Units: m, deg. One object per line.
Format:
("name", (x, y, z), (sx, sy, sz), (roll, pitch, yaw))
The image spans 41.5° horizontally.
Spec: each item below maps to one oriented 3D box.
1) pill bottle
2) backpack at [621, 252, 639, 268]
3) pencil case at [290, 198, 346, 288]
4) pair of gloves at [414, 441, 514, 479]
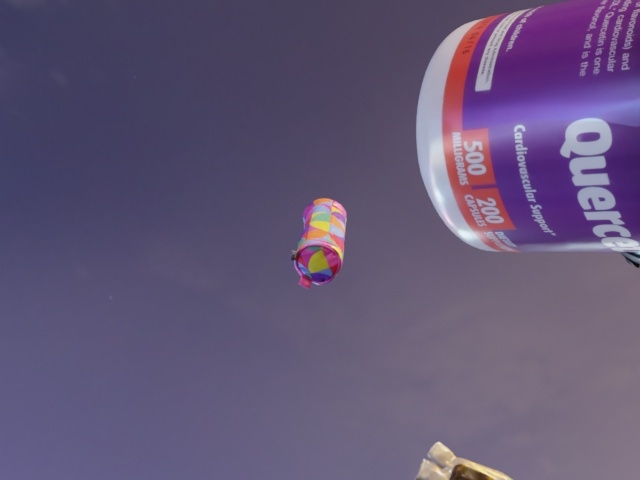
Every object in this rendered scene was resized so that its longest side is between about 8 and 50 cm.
("pill bottle", (0.237, -0.082, 0.567), (0.323, 0.181, 0.181), (-1, -20, 42))
("backpack", (0.675, -0.012, 1.562), (0.225, 0.253, 0.191), (21, -97, -44))
("pencil case", (0.000, 0.000, 1.736), (0.104, 0.236, 0.104), (3, -63, 6))
("pair of gloves", (0.169, 0.369, 0.954), (0.240, 0.204, 0.042), (-58, -18, -26))
